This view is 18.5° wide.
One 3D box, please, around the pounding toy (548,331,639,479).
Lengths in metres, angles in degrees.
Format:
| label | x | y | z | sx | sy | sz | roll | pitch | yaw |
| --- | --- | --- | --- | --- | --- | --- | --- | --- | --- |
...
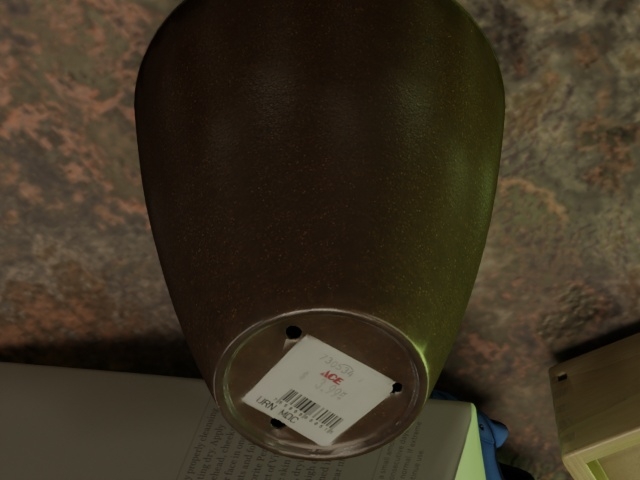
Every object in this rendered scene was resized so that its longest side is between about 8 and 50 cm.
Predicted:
| label | x | y | z | sx | sy | sz | roll | pitch | yaw |
| --- | --- | --- | --- | --- | --- | --- | --- | --- | --- |
| pounding toy | 0.209 | 0.155 | 1.269 | 0.206 | 0.094 | 0.181 | -23 | 126 | 18 |

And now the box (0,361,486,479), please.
| label | x | y | z | sx | sy | sz | roll | pitch | yaw |
| --- | --- | --- | --- | --- | --- | --- | --- | --- | --- |
| box | -0.076 | 0.215 | 1.217 | 0.345 | 0.168 | 0.215 | 4 | 133 | 18 |

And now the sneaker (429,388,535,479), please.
| label | x | y | z | sx | sy | sz | roll | pitch | yaw |
| --- | --- | --- | --- | --- | --- | --- | --- | --- | --- |
| sneaker | 0.063 | 0.114 | 1.262 | 0.082 | 0.069 | 0.209 | -38 | 120 | 5 |

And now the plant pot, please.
| label | x | y | z | sx | sy | sz | roll | pitch | yaw |
| --- | --- | --- | --- | --- | --- | --- | --- | --- | --- |
| plant pot | 0.000 | 0.000 | 1.050 | 0.215 | 0.230 | 0.215 | 0 | 131 | 0 |
